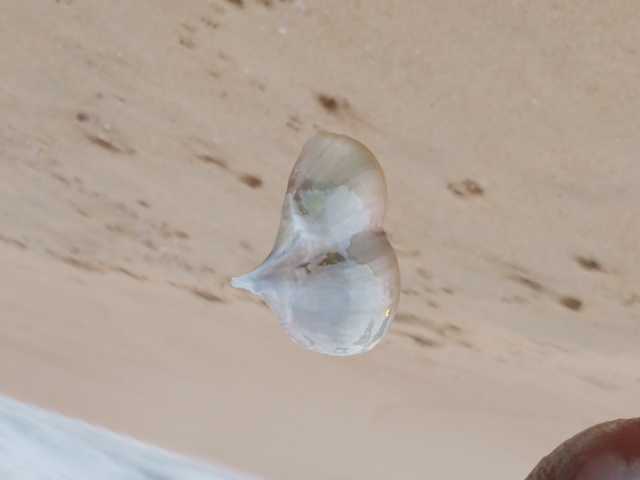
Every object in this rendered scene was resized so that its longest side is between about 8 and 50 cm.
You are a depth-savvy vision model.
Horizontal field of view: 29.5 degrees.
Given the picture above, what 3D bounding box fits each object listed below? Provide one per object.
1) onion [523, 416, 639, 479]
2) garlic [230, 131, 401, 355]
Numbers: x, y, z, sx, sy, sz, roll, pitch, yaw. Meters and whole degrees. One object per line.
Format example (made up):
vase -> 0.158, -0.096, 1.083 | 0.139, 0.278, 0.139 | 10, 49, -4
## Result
onion -> 0.258, 0.269, 1.076 | 0.272, 0.272, 0.195 | 35, -179, -24
garlic -> 0.004, 0.001, 0.970 | 0.124, 0.174, 0.099 | 2, -172, 29
